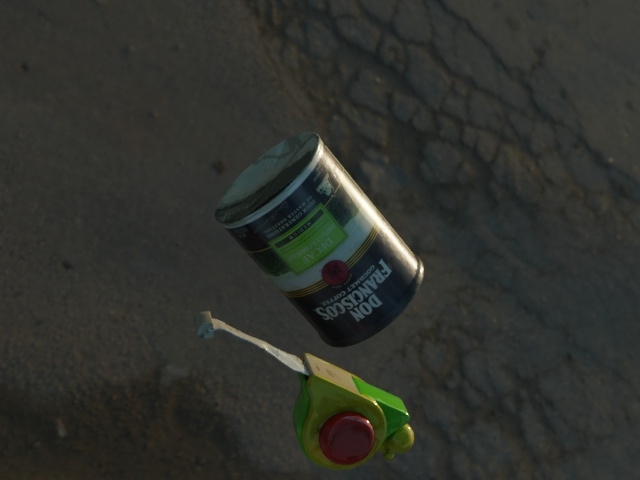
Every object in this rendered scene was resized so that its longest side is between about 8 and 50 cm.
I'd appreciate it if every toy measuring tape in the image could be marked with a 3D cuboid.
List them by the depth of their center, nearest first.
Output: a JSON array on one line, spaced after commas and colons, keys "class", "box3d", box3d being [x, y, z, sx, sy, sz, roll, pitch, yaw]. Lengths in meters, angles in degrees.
[{"class": "toy measuring tape", "box3d": [-0.029, 0.201, 1.324, 0.330, 0.121, 0.121, 27, 51, -20]}]

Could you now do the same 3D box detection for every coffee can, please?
[{"class": "coffee can", "box3d": [0.000, 0.000, 1.659, 0.275, 0.201, 0.201, 49, 43, -22]}]
